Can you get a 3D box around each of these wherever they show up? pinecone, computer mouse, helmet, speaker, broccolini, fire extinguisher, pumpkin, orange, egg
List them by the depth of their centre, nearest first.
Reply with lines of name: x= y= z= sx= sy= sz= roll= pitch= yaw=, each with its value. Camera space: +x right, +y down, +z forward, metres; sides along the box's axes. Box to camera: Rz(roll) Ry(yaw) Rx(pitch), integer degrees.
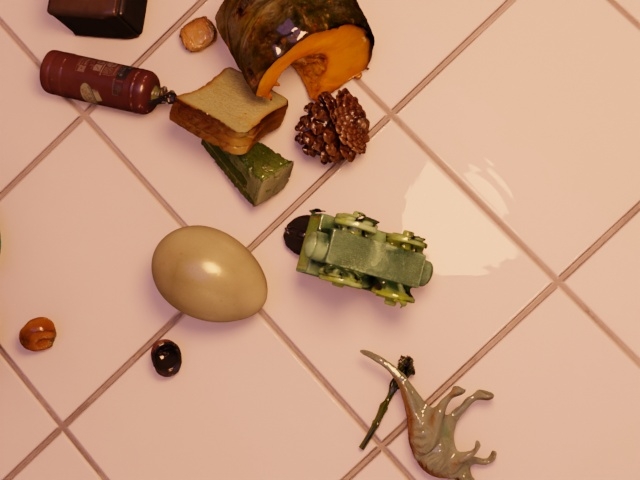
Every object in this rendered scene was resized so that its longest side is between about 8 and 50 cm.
pumpkin: x=-0.043 y=-0.436 z=1.656 sx=0.256 sy=0.303 sz=0.225 roll=-46 pitch=71 yaw=29
broccolini: x=0.133 y=0.335 z=1.662 sx=0.042 sy=0.044 sz=0.218 roll=31 pitch=94 yaw=-5
egg: x=-0.229 y=0.073 z=1.664 sx=0.254 sy=0.188 sz=0.188 roll=25 pitch=88 yaw=4
pinecone: x=0.023 y=-0.234 z=1.684 sx=0.174 sy=0.173 sz=0.173 roll=-1 pitch=84 yaw=8
computer mouse: x=0.000 y=0.000 z=1.703 sx=0.172 sy=0.057 sz=0.099 roll=17 pitch=89 yaw=7
helmet: x=-0.337 y=0.249 z=1.731 sx=0.065 sy=0.049 sz=0.084 roll=-14 pitch=111 yaw=-24
orange: x=-0.626 y=0.204 z=1.768 sx=0.086 sy=0.086 sz=0.062 roll=-36 pitch=57 yaw=3
fire extinguisher: x=-0.452 y=-0.338 z=1.770 sx=0.344 sy=0.138 sz=0.102 roll=14 pitch=110 yaw=11
speaker: x=-0.491 y=-0.587 z=1.794 sx=0.192 sy=0.153 sz=0.231 roll=6 pitch=85 yaw=9

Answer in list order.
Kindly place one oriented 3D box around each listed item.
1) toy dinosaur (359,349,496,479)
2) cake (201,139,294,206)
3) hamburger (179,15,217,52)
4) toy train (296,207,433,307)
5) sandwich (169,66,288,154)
toy dinosaur: x=0.231 y=0.353 z=1.598 sx=0.393 sy=0.092 sz=0.205 roll=37 pitch=101 yaw=-2
cake: x=-0.185 y=-0.174 z=1.714 sx=0.235 sy=0.100 sz=0.099 roll=32 pitch=50 yaw=11
hamburger: x=-0.275 y=-0.464 z=1.803 sx=0.083 sy=0.044 sz=0.076 roll=-28 pitch=82 yaw=7
toy train: x=0.087 y=0.034 z=1.592 sx=0.272 sy=0.188 sz=0.159 roll=16 pitch=86 yaw=-20
sandwich: x=-0.186 y=-0.277 z=1.693 sx=0.186 sy=0.214 sz=0.065 roll=29 pitch=129 yaw=8
